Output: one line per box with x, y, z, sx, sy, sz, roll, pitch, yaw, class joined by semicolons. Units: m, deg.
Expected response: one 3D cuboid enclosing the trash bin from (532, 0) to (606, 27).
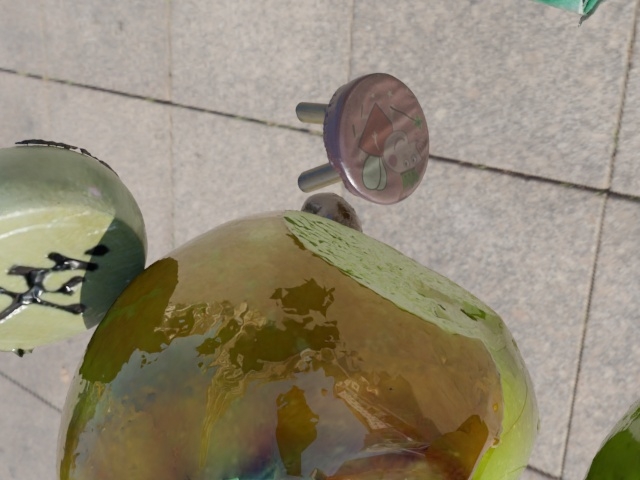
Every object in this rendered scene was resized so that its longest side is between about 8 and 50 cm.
0.200;-0.428;0.969;0.381;0.259;0.295;32;150;23;trash bin

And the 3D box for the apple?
-0.007;0.154;0.626;0.384;0.374;0.374;-4;103;-3;apple

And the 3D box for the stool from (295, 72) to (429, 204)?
0.082;-0.203;1.681;0.178;0.272;0.272;-4;100;48;stool

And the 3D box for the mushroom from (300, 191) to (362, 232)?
0.008;-0.002;0.952;0.126;0.085;0.109;-116;4;-52;mushroom

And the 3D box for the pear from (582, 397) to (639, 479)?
0.357;0.149;0.432;0.342;0.318;0.238;35;143;34;pear

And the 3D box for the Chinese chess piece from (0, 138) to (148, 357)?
-0.234;0.011;0.647;0.188;0.188;0.083;-56;47;35;Chinese chess piece
